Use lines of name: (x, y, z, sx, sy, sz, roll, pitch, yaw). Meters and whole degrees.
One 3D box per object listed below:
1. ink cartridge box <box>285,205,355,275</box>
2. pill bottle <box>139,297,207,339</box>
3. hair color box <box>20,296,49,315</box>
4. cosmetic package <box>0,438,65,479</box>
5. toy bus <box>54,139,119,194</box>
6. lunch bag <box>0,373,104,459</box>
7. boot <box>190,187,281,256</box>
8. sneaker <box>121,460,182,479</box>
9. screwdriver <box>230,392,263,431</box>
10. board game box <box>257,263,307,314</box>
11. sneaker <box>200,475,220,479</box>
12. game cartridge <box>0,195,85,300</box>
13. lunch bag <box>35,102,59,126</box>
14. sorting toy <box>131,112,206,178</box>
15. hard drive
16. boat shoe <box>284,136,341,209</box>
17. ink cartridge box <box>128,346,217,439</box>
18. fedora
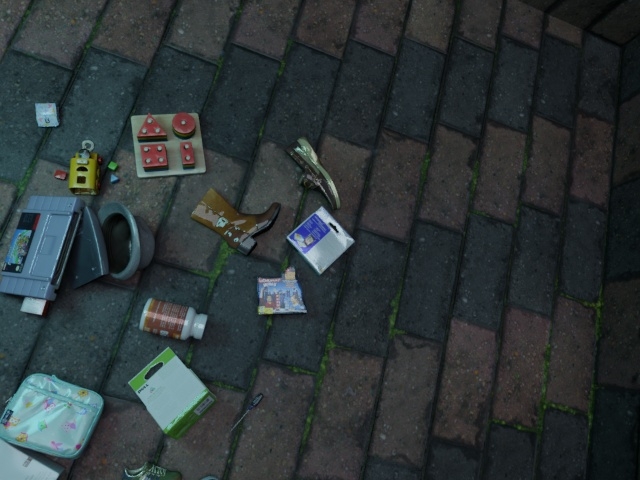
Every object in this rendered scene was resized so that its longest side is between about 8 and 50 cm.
ink cartridge box: (0.000, 0.000, 1.915, 0.208, 0.045, 0.206, -42, 90, -18)
pill bottle: (-0.522, 0.287, 1.675, 0.216, 0.121, 0.121, 15, 74, -10)
hair color box: (-0.973, 0.183, 1.621, 0.072, 0.043, 0.141, 14, 75, -11)
cosmetic package: (-0.953, 0.727, 1.484, 0.231, 0.085, 0.117, 33, 71, -7)
toy bus: (-0.864, -0.266, 1.718, 0.202, 0.104, 0.191, 43, 71, -2)
lunch bag: (-0.865, 0.562, 1.514, 0.279, 0.108, 0.224, 24, 58, -10)
boot: (-0.327, -0.113, 1.852, 0.280, 0.096, 0.264, 36, 79, 3)
sneaker: (-0.571, 0.789, 1.578, 0.192, 0.064, 0.086, -7, 85, -13)
screwdriver: (-0.273, 0.630, 1.720, 0.170, 0.024, 0.025, -43, 61, -12)
board game box: (-0.152, 0.191, 1.826, 0.194, 0.060, 0.194, 1, 76, -14)
sneaker: (-0.444, 0.952, 1.500, 0.137, 0.210, 0.366, 39, 71, -3)
game cartridge: (-0.956, 0.018, 1.599, 0.230, 0.068, 0.355, 5, 74, 16)
lunch bag: (-1.019, -0.468, 1.750, 0.071, 0.053, 0.083, -4, 88, -14)
sorting toy: (-0.593, -0.384, 1.823, 0.257, 0.089, 0.255, -7, 80, -16)
hard drive: (-0.830, 0.027, 1.644, 0.172, 0.054, 0.255, -23, 78, 20)
boat shoe: (-0.035, -0.260, 1.936, 0.123, 0.123, 0.342, -30, 87, -5)
ink cartridge box: (-0.518, 0.530, 1.645, 0.255, 0.097, 0.189, 35, 68, 31)
fedora: (-0.681, 0.001, 1.669, 0.124, 0.243, 0.275, -2, 74, -56)
